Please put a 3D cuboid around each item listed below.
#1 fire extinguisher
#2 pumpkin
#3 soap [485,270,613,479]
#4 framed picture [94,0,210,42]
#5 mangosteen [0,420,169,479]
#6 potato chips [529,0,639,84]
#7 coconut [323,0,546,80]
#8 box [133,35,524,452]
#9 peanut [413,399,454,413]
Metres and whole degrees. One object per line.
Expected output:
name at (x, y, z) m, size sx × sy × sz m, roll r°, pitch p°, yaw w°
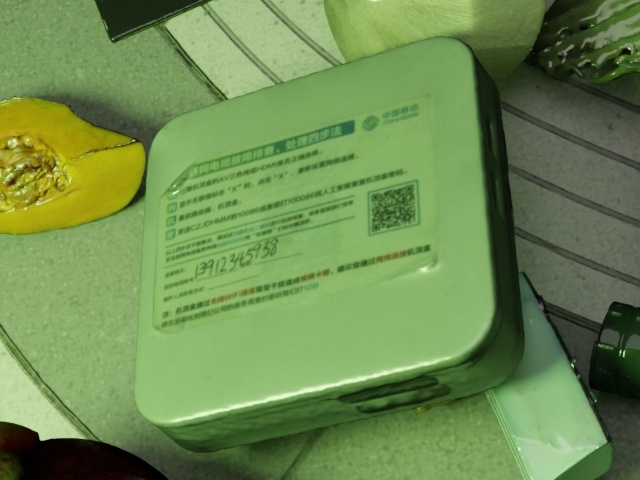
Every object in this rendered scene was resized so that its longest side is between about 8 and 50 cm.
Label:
fire extinguisher at (0.434, 0.132, 1.535) m, size 0.311 × 0.095 × 0.114 m, roll 14°, pitch 93°, yaw 19°
pumpkin at (-0.332, -0.100, 1.853) m, size 0.279 × 0.111 × 0.163 m, roll -14°, pitch 45°, yaw 8°
soap at (0.216, 0.154, 1.549) m, size 0.091 × 0.145 × 0.230 m, roll -23°, pitch 62°, yaw 0°
framed picture at (-0.161, -0.412, 2.019) m, size 0.324 × 0.013 × 0.244 m, roll -23°, pitch 60°, yaw 0°
mangosteen at (-0.279, 0.317, 1.470) m, size 0.307 × 0.347 × 0.307 m, roll -32°, pitch 34°, yaw 24°
potato chips at (0.430, -0.312, 1.778) m, size 0.389 × 0.097 × 0.373 m, roll -1°, pitch 57°, yaw 14°
coconut at (0.117, -0.282, 1.729) m, size 0.237 × 0.266 × 0.237 m, roll 1°, pitch 91°, yaw 51°
box at (0.001, 0.000, 1.584) m, size 0.396 × 0.111 × 0.396 m, roll -14°, pitch 55°, yaw 20°
peanut at (0.040, 0.100, 1.646) m, size 0.263 × 0.101 × 0.117 m, roll 32°, pitch 60°, yaw 26°
